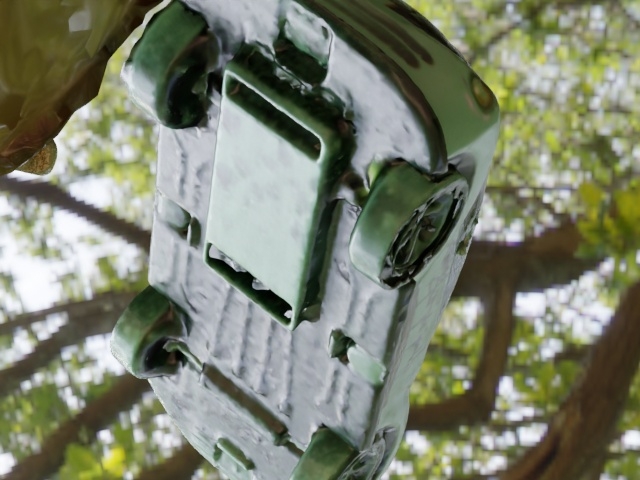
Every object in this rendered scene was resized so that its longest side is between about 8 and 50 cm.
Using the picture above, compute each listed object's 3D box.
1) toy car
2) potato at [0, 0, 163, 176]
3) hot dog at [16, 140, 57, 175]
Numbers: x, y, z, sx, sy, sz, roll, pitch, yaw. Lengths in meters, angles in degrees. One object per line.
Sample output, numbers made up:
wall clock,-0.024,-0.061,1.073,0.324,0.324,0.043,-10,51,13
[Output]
toy car,0.000,0.000,0.693,0.136,0.306,0.125,37,-125,22
potato,-0.239,-0.223,0.449,0.442,0.319,0.385,33,-110,31
hot dog,-0.239,-0.070,1.179,0.090,0.030,0.034,8,-169,-12
